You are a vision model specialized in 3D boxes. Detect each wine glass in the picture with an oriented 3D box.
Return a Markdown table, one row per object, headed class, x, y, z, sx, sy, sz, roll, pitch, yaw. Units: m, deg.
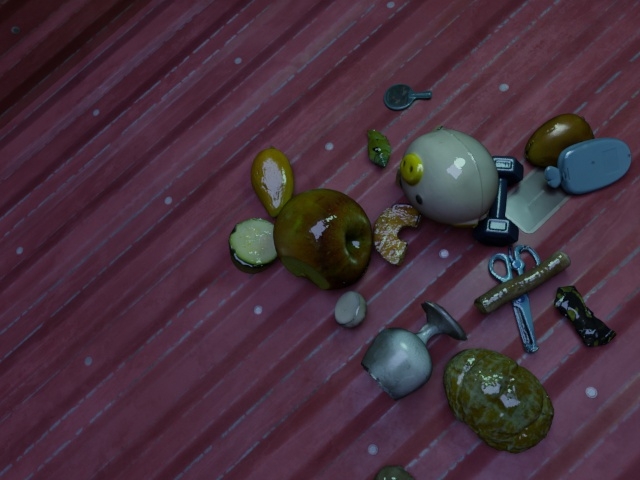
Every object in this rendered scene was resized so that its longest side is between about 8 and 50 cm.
| class | x | y | z | sx | sy | sz | roll | pitch | yaw |
| --- | --- | --- | --- | --- | --- | --- | --- | --- | --- |
| wine glass | 0.305 | 0.372 | 1.762 | 0.323 | 0.238 | 0.238 | -44 | 68 | -9 |

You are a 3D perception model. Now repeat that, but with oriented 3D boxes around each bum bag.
| class | x | y | z | sx | sy | sz | roll | pitch | yaw |
| --- | --- | --- | --- | --- | --- | --- | --- | --- | --- |
| bum bag | 0.880 | 0.253 | 1.756 | 0.107 | 0.060 | 0.232 | -33 | 70 | -9 |

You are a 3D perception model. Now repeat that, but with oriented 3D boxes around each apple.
| class | x | y | z | sx | sy | sz | roll | pitch | yaw |
| --- | --- | --- | --- | --- | --- | --- | --- | --- | --- |
| apple | 0.000 | 0.000 | 1.930 | 0.375 | 0.374 | 0.383 | -8 | 110 | 11 |

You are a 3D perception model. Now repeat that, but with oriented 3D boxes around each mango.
| class | x | y | z | sx | sy | sz | roll | pitch | yaw |
| --- | --- | --- | --- | --- | --- | --- | --- | --- | --- |
| mango | 0.870 | -0.371 | 1.923 | 0.236 | 0.166 | 0.136 | -39 | 25 | 17 |
| mango | -0.198 | -0.247 | 2.146 | 0.177 | 0.119 | 0.316 | -11 | 75 | 1 |

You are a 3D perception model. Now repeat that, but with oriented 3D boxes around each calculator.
| class | x | y | z | sx | sy | sz | roll | pitch | yaw |
| --- | --- | --- | --- | --- | --- | --- | --- | --- | --- |
| calculator | 0.961 | -0.264 | 1.871 | 0.303 | 0.042 | 0.188 | -18 | 108 | 4 |

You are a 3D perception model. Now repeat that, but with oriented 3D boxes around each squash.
| class | x | y | z | sx | sy | sz | roll | pitch | yaw |
| --- | --- | --- | --- | --- | --- | --- | --- | --- | --- |
| squash | -0.258 | 0.028 | 2.091 | 0.220 | 0.133 | 0.220 | 1 | 65 | -2 |

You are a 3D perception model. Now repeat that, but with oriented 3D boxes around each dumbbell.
| class | x | y | z | sx | sy | sz | roll | pitch | yaw |
| --- | --- | --- | --- | --- | --- | --- | --- | --- | --- |
| dumbbell | 0.648 | -0.143 | 1.896 | 0.144 | 0.160 | 0.324 | -7 | 67 | 44 |

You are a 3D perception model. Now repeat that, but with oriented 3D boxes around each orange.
| class | x | y | z | sx | sy | sz | roll | pitch | yaw |
| --- | --- | --- | --- | --- | --- | --- | --- | --- | --- |
| orange | 0.566 | 0.503 | 1.672 | 0.369 | 0.210 | 0.271 | 38 | 81 | 19 |

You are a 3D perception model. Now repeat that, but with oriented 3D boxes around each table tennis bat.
| class | x | y | z | sx | sy | sz | roll | pitch | yaw |
| --- | --- | --- | --- | --- | --- | --- | --- | --- | --- |
| table tennis bat | 0.365 | -0.604 | 2.181 | 0.201 | 0.033 | 0.124 | 0 | 74 | 18 |

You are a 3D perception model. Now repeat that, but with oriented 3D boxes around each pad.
| class | x | y | z | sx | sy | sz | roll | pitch | yaw |
| --- | --- | --- | --- | --- | --- | --- | --- | --- | --- |
| pad | 0.805 | -0.160 | 1.944 | 0.266 | 0.002 | 0.176 | -43 | 68 | -3 |

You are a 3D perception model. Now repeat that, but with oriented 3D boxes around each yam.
| class | x | y | z | sx | sy | sz | roll | pitch | yaw |
| --- | --- | --- | --- | --- | --- | --- | --- | --- | --- |
| yam | 0.698 | 0.144 | 1.792 | 0.357 | 0.081 | 0.081 | -31 | 68 | 0 |

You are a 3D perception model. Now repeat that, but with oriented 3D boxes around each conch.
| class | x | y | z | sx | sy | sz | roll | pitch | yaw |
| --- | --- | --- | --- | --- | --- | --- | --- | --- | --- |
| conch | 0.239 | -0.367 | 2.112 | 0.095 | 0.079 | 0.200 | 4 | 63 | -5 |

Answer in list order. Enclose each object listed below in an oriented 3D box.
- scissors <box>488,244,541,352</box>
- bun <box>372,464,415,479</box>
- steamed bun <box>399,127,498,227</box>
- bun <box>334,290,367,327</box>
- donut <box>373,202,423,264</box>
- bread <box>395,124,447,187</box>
| class | x | y | z | sx | sy | sz | roll | pitch | yaw |
| --- | --- | --- | --- | --- | --- | --- | --- | --- | --- |
| scissors | 0.706 | 0.199 | 1.830 | 0.180 | 0.032 | 0.392 | -9 | 69 | 10 |
| bun | 0.235 | 0.825 | 1.686 | 0.167 | 0.113 | 0.173 | -30 | 70 | 2 |
| steamed bun | 0.443 | -0.219 | 1.815 | 0.334 | 0.333 | 0.374 | -32 | 33 | 1 |
| bun | 0.123 | 0.261 | 1.919 | 0.138 | 0.094 | 0.138 | -28 | 48 | 37 |
| donut | 0.282 | -0.037 | 1.971 | 0.152 | 0.101 | 0.258 | 24 | 79 | 19 |
| bread | 0.410 | -0.309 | 2.036 | 0.266 | 0.178 | 0.142 | -45 | 37 | -7 |
